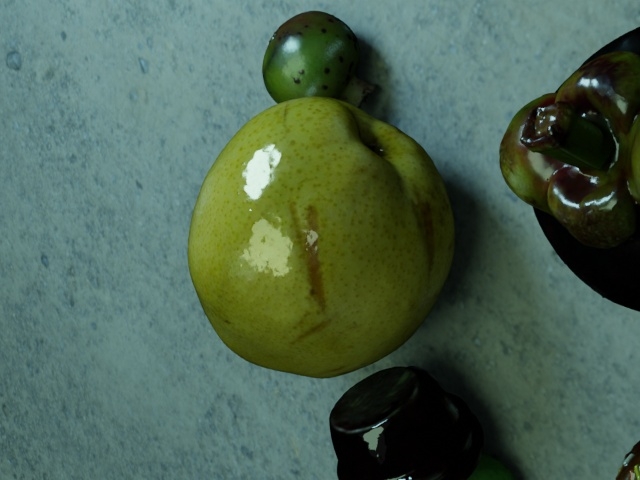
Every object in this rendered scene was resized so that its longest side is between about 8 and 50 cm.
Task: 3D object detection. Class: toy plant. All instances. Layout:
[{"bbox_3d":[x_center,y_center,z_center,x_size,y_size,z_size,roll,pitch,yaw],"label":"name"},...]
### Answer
[{"bbox_3d":[0.112,0.272,1.275,0.218,0.175,0.235,-15,116,39],"label":"toy plant"}]

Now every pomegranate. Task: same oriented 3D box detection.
[{"bbox_3d":[-0.007,-0.209,1.289,0.130,0.130,0.130,14,110,41],"label":"pomegranate"}]

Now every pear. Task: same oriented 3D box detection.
[{"bbox_3d":[0.000,0.000,1.220,0.314,0.314,0.314,14,110,41],"label":"pear"}]

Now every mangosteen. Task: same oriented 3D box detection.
[{"bbox_3d":[0.284,-0.067,0.912,0.275,0.302,0.275,-14,72,52],"label":"mangosteen"}]

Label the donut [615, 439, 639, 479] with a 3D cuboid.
[{"bbox_3d":[0.389,0.291,1.051,0.216,0.096,0.230,-11,92,45],"label":"donut"}]
